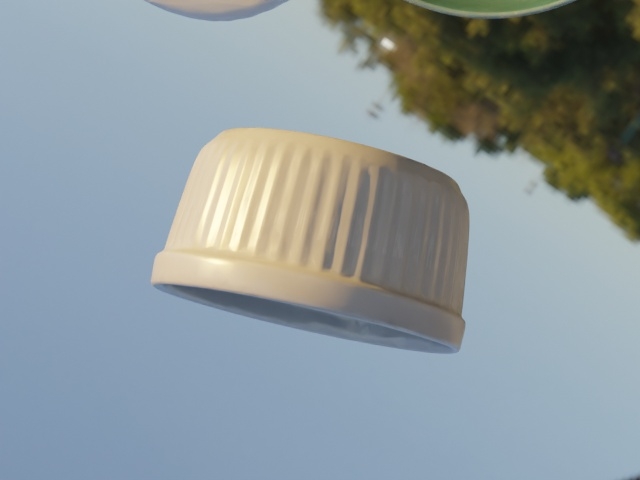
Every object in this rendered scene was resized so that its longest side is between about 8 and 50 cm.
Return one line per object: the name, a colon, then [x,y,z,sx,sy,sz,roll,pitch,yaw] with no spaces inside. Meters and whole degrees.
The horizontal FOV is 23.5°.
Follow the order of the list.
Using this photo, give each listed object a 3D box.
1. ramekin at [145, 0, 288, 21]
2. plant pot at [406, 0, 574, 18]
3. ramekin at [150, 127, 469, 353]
ramekin: [-0.081,-0.314,1.246,0.277,0.277,0.135,33,-144,-3]
plant pot: [0.133,-0.328,1.107,0.290,0.290,0.195,34,-151,-2]
ramekin: [0.000,0.000,1.009,0.207,0.109,0.207,12,172,2]
